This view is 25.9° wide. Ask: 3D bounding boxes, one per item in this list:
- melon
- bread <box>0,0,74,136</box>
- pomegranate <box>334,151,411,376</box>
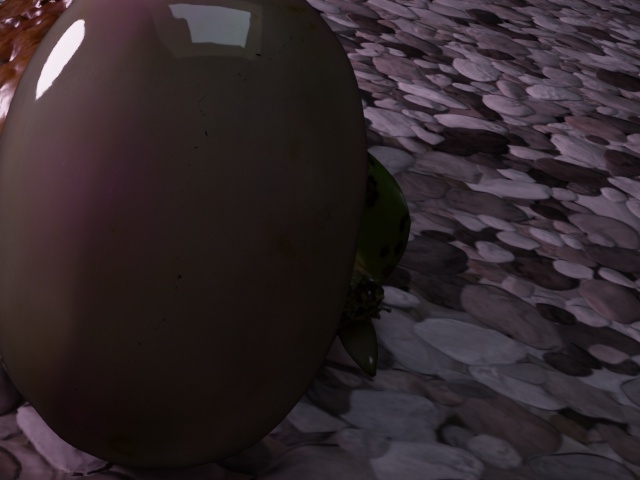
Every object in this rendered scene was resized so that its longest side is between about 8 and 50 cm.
[{"bbox_3d":[-0.087,-0.009,0.833,0.223,0.317,0.223,9,23,-4],"label":"melon"},{"bbox_3d":[-0.165,-0.111,1.067,0.312,0.172,0.312,-20,31,12],"label":"bread"},{"bbox_3d":[-0.007,0.011,1.104,0.156,0.156,0.220,11,54,-11],"label":"pomegranate"}]
